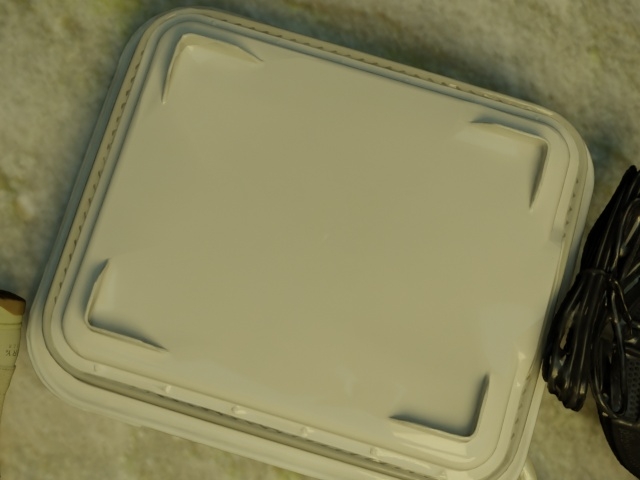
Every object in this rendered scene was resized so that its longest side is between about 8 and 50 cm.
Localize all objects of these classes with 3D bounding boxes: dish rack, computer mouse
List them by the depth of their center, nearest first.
[{"bbox_3d":[0.000,0.000,0.702,0.333,0.072,0.285,17,77,1],"label":"dish rack"},{"bbox_3d":[0.236,0.095,0.766,0.272,0.072,0.188,47,58,-28],"label":"computer mouse"}]

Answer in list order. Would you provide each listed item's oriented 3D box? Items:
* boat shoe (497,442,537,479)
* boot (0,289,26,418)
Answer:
[{"bbox_3d":[0.122,0.217,0.753,0.116,0.097,0.324,-35,85,4],"label":"boat shoe"},{"bbox_3d":[-0.299,0.104,0.690,0.213,0.077,0.165,5,91,-11],"label":"boot"}]
